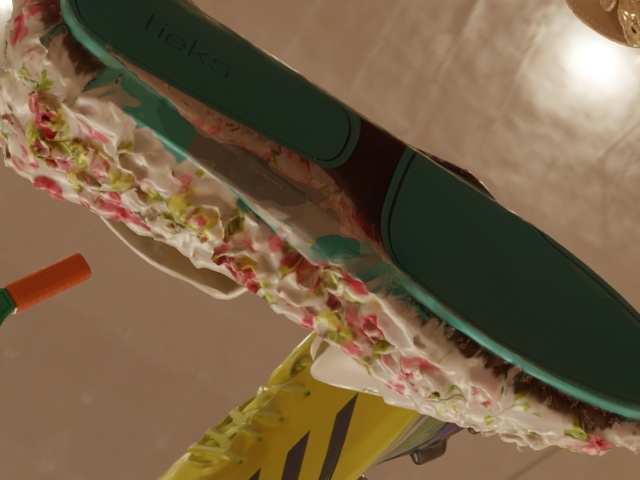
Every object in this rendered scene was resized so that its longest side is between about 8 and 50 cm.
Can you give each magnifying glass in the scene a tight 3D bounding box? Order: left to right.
[{"bbox_3d":[-0.310,0.065,1.564,0.231,0.026,0.092,-27,-102,-41],"label":"magnifying glass"}]

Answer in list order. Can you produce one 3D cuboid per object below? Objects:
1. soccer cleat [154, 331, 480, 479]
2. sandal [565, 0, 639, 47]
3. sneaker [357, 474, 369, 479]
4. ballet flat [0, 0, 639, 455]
[{"bbox_3d":[-0.007,0.093,0.904,0.093,0.121,0.289,21,-143,39],"label":"soccer cleat"},{"bbox_3d":[0.311,-0.202,1.472,0.240,0.079,0.088,33,-89,27],"label":"sandal"},{"bbox_3d":[0.008,0.345,1.134,0.137,0.210,0.366,-8,-113,-40],"label":"sneaker"},{"bbox_3d":[0.000,0.000,0.535,0.241,0.077,0.091,35,-142,-3],"label":"ballet flat"}]
